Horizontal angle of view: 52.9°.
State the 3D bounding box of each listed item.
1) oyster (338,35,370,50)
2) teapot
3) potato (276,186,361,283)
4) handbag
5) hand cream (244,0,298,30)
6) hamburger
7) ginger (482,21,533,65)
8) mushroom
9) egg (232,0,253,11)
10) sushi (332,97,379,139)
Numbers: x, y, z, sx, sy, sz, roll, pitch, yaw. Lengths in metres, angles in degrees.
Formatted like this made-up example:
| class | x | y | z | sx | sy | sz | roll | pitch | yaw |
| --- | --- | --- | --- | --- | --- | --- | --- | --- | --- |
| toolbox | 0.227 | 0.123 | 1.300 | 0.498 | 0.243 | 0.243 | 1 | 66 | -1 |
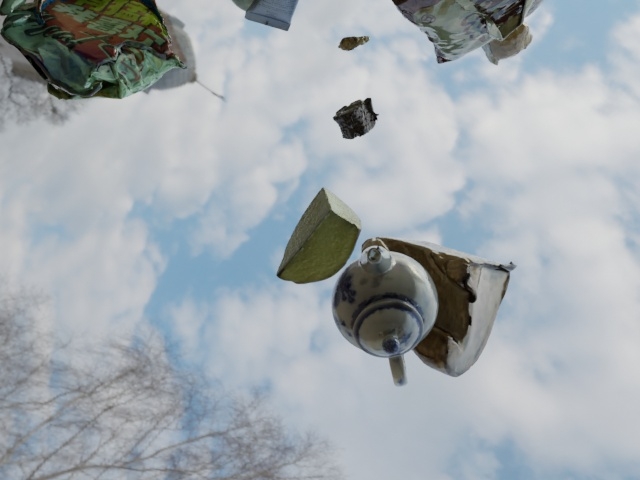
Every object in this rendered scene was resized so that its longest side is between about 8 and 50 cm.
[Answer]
| class | x | y | z | sx | sy | sz | roll | pitch | yaw |
| --- | --- | --- | --- | --- | --- | --- | --- | --- | --- |
| oyster | 0.095 | -0.585 | 1.874 | 0.083 | 0.038 | 0.081 | -33 | -152 | -10 |
| teapot | 0.153 | 0.167 | 1.498 | 0.252 | 0.424 | 0.280 | -11 | -149 | 5 |
| potato | 0.000 | 0.000 | 1.070 | 0.149 | 0.081 | 0.120 | -51 | -163 | 18 |
| handbag | 0.213 | -0.326 | 0.823 | 0.213 | 0.235 | 0.127 | -28 | -104 | 21 |
| hand cream | -0.058 | -0.478 | 1.144 | 0.271 | 0.091 | 0.058 | 132 | -38 | -57 |
| hamburger | -0.381 | -0.316 | 1.065 | 0.260 | 0.276 | 0.150 | 48 | -41 | 13 |
| ginger | 0.424 | -0.511 | 1.529 | 0.123 | 0.193 | 0.115 | -20 | -124 | 25 |
| mushroom | 0.270 | 0.145 | 1.728 | 0.397 | 0.224 | 0.313 | 22 | -79 | 43 |
| egg | -0.139 | -0.628 | 1.425 | 0.169 | 0.169 | 0.236 | 30 | -69 | 47 |
| sushi | 0.093 | -0.324 | 1.724 | 0.098 | 0.084 | 0.094 | -40 | -157 | -28 |
